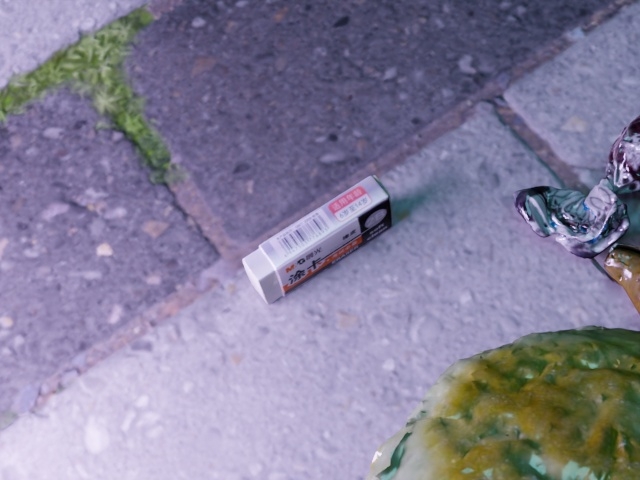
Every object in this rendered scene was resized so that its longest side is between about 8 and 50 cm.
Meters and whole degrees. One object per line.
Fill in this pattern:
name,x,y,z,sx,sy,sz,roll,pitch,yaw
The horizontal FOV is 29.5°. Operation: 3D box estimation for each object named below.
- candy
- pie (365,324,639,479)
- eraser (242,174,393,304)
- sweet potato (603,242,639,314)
candy,0.251,-0.074,0.947,0.226,0.051,0.094,-37,64,-11
pie,0.214,0.224,0.748,0.395,0.180,0.418,25,62,15
eraser,0.000,0.000,0.935,0.122,0.052,0.029,-32,65,-9
sweet potato,0.314,0.062,0.873,0.233,0.062,0.081,14,48,15
